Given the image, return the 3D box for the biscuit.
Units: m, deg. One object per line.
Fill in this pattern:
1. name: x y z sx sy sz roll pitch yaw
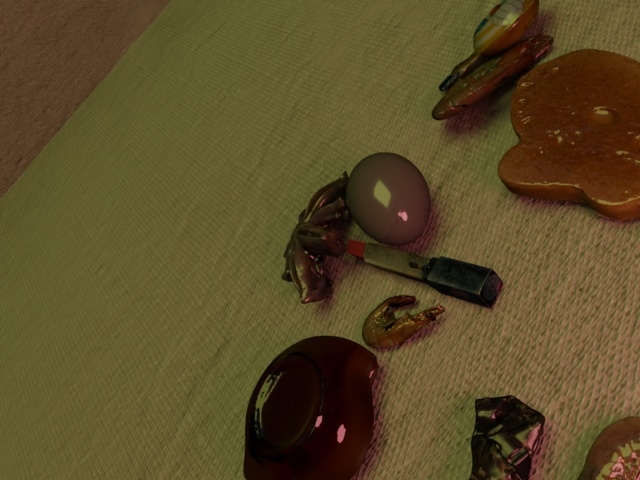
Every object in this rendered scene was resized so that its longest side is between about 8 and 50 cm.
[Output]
1. biscuit: 0.424 -0.161 0.982 0.287 0.057 0.343 -36 48 8

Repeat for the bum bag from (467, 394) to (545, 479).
1. bum bag: 0.222 0.314 0.785 0.102 0.069 0.248 -1 61 38

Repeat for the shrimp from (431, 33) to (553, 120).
1. shrimp: 0.325 -0.310 1.158 0.267 0.061 0.145 -30 3 -1

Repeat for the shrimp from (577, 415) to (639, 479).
1. shrimp: 0.358 0.309 0.698 0.152 0.046 0.219 24 75 50

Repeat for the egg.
1. egg: 0.122 -0.075 1.106 0.146 0.146 0.198 -32 41 16

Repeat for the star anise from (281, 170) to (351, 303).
1. star anise: 0.000 0.003 1.176 0.198 0.111 0.257 -54 19 31

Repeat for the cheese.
1. cheese: 0.336 -0.397 1.215 0.270 0.069 0.177 -46 8 19

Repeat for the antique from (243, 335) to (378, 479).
1. antique: -0.019 0.277 0.968 0.224 0.129 0.278 26 80 45

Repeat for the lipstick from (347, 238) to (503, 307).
1. lipstick: 0.161 0.046 1.059 0.312 0.051 0.051 15 71 47

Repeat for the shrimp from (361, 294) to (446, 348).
1. shrimp: 0.138 0.128 1.029 0.163 0.045 0.095 -27 25 28
